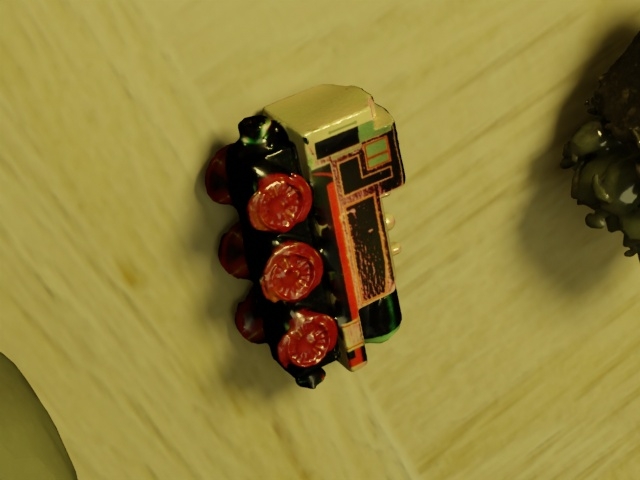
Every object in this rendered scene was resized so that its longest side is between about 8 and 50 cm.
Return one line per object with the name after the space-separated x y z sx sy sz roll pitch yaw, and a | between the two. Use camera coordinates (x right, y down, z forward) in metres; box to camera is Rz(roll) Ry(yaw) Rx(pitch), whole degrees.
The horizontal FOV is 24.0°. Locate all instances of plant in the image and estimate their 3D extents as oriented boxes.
0.176 -0.053 0.721 0.092 0.094 0.143 0 130 -34 | plant

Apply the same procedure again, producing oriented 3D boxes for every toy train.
0.000 0.000 0.689 0.087 0.050 0.138 -23 121 -21 | toy train

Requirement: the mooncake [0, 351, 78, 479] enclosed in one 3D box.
-0.221 0.143 0.589 0.275 0.135 0.275 -11 119 -21 | mooncake
